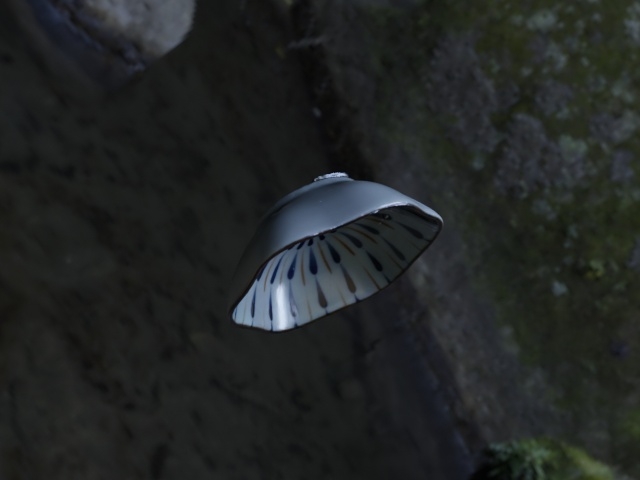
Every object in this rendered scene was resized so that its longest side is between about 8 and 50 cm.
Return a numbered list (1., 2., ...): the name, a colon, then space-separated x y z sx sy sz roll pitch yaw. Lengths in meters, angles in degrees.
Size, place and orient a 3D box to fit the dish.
1. dish: 0.000 0.000 1.064 0.191 0.191 0.066 17 42 -59
